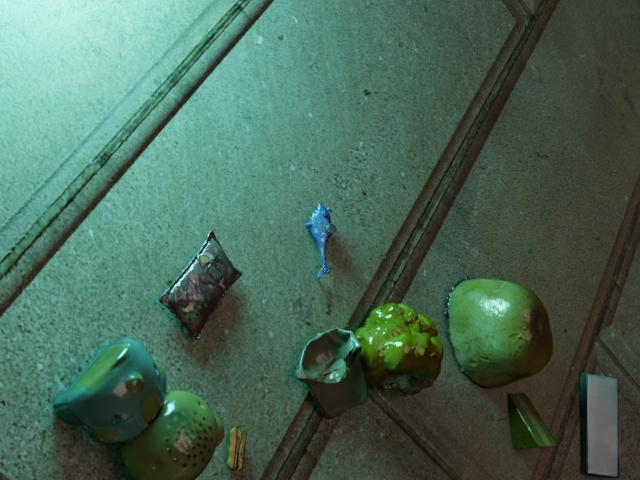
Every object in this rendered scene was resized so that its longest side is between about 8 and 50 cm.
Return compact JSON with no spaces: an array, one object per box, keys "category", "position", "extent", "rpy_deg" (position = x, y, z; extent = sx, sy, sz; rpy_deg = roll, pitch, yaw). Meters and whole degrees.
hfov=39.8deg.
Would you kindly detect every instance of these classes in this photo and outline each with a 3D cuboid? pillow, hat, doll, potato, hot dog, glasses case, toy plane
[{"category":"pillow","position":[-0.224,0.084,1.667],"extent":[0.118,0.043,0.185],"rpy_deg":[53,54,-24]},{"category":"hat","position":[0.021,0.277,1.811],"extent":[0.147,0.085,0.175],"rpy_deg":[-21,114,-10]},{"category":"doll","position":[-0.287,0.299,1.474],"extent":[0.261,0.161,0.177],"rpy_deg":[49,50,-15]},{"category":"potato","position":[0.440,0.212,2.080],"extent":[0.242,0.242,0.286],"rpy_deg":[-17,92,-42]},{"category":"hot dog","position":[-0.159,0.388,1.649],"extent":[0.037,0.021,0.083],"rpy_deg":[17,68,-25]},{"category":"glasses case","position":[0.741,0.496,2.364],"extent":[0.105,0.056,0.266],"rpy_deg":[10,69,-12]},{"category":"toy plane","position":[0.000,0.000,1.880],"extent":[0.062,0.054,0.167],"rpy_deg":[-2,77,-15]}]

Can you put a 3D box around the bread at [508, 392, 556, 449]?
[{"category":"bread","position":[0.517,0.438,2.161],"extent":[0.074,0.084,0.139],"rpy_deg":[8,72,-37]}]

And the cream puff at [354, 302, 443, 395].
[{"category":"cream puff","position":[0.167,0.221,1.876],"extent":[0.221,0.194,0.195],"rpy_deg":[17,67,-40]}]
